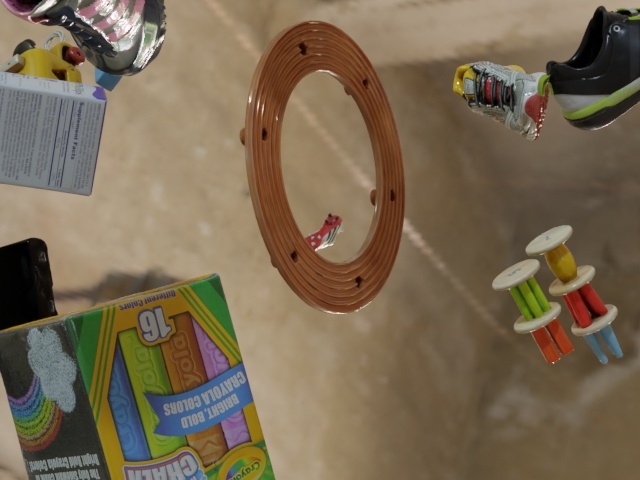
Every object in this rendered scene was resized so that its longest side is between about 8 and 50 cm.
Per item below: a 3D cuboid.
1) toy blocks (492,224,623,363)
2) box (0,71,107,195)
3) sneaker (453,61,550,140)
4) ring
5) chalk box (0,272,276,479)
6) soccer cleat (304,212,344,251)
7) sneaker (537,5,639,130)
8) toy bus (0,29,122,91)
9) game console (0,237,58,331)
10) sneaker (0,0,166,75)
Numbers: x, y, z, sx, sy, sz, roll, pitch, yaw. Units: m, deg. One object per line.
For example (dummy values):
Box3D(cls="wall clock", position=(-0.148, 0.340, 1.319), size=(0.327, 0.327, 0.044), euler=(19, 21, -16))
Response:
Box3D(cls="toy blocks", position=(0.248, 0.076, 1.789), size=(0.054, 0.123, 0.148), euler=(-17, -72, 47))
Box3D(cls="box", position=(-0.341, -0.132, 2.183), size=(0.137, 0.126, 0.072), euler=(9, 16, -12))
Box3D(cls="sneaker", position=(0.231, -0.183, 2.273), size=(0.092, 0.088, 0.225), euler=(9, 8, -14))
Box3D(cls="ring", position=(0.003, -0.082, 2.010), size=(0.032, 0.337, 0.336), euler=(-6, -30, 31))
Box3D(cls="chalk box", position=(-0.171, 0.199, 1.704), size=(0.179, 0.289, 0.180), euler=(-16, 2, -35))
Box3D(cls="soccer cleat", position=(0.000, 0.000, 2.315), size=(0.029, 0.083, 0.036), euler=(27, -27, 39))
Box3D(cls="sneaker", position=(0.329, -0.211, 1.825), size=(0.097, 0.234, 0.084), euler=(53, -5, -20))
Box3D(cls="toy bus", position=(-0.385, -0.212, 2.398), size=(0.202, 0.191, 0.104), euler=(20, -9, 46))
Box3D(cls="game console", position=(-0.411, -0.020, 1.969), size=(0.213, 0.361, 0.044), euler=(-17, -13, 23))
Box3D(cls="sneaker", position=(-0.204, -0.207, 1.399), size=(0.112, 0.131, 0.319), euler=(32, -22, 17))
